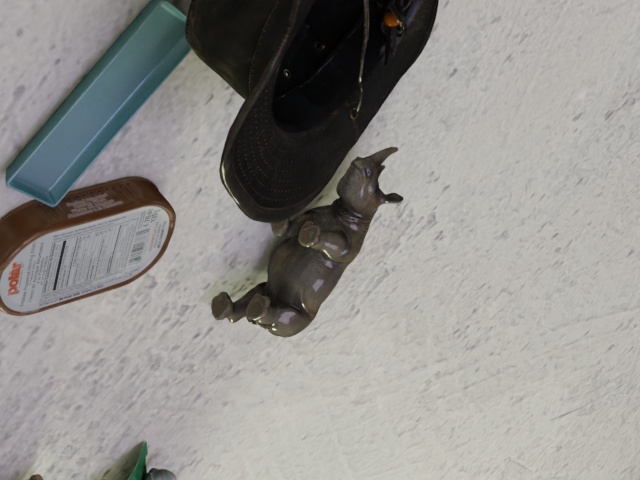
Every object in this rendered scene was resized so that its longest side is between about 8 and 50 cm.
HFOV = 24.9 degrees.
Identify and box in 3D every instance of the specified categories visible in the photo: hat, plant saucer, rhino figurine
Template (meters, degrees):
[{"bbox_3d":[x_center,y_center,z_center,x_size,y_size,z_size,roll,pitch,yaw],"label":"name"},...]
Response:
[{"bbox_3d":[-0.015,-0.187,1.127,0.331,0.134,0.331,-52,163,-23],"label":"hat"},{"bbox_3d":[-0.172,-0.110,1.147,0.192,0.018,0.067,-47,151,7],"label":"plant saucer"},{"bbox_3d":[0.000,0.000,1.453,0.243,0.073,0.106,-53,146,12],"label":"rhino figurine"}]

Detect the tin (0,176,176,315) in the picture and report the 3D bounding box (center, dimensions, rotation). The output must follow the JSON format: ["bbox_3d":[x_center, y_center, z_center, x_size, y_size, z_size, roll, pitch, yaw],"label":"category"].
[{"bbox_3d":[-0.205,0.005,1.236,0.189,0.040,0.106,-18,138,-39],"label":"tin"}]

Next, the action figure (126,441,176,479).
[{"bbox_3d":[-0.230,0.342,1.537,0.232,0.063,0.137,-53,149,-37],"label":"action figure"}]

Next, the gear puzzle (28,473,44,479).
[{"bbox_3d":[-0.248,0.400,1.382,0.044,0.339,0.175,1,129,-42],"label":"gear puzzle"}]
